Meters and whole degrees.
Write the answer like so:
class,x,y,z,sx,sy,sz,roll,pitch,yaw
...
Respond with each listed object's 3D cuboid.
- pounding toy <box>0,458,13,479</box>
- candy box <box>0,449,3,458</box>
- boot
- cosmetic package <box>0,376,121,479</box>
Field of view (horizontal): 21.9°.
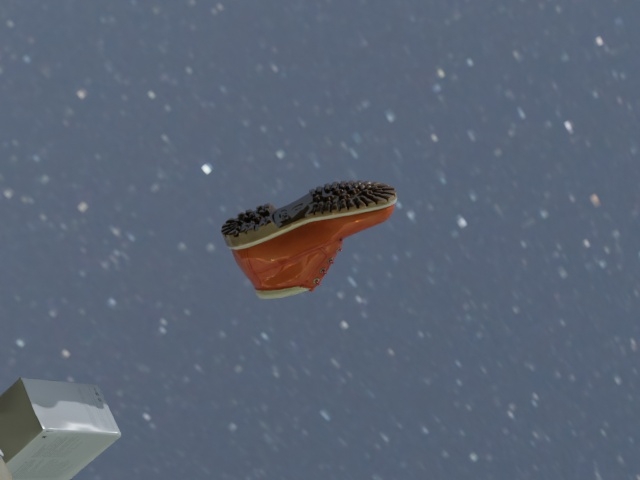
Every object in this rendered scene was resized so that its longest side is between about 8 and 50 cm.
class,x,y,z,sx,sy,sz,roll,pitch,yaw
pounding toy,-0.303,0.163,1.054,0.155,0.154,0.269,-20,-92,44
candy box,-0.268,0.095,0.723,0.196,0.165,0.070,-37,-132,-3
boot,0.000,0.000,1.465,0.158,0.084,0.059,-17,-157,10
cosmetic package,-0.292,0.209,1.431,0.239,0.099,0.060,-40,-116,23
